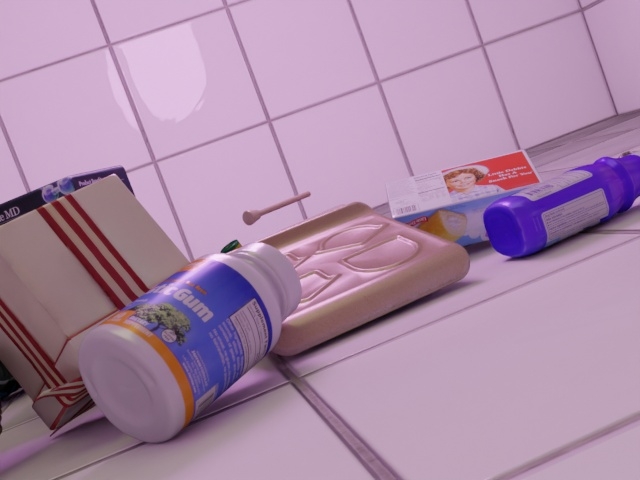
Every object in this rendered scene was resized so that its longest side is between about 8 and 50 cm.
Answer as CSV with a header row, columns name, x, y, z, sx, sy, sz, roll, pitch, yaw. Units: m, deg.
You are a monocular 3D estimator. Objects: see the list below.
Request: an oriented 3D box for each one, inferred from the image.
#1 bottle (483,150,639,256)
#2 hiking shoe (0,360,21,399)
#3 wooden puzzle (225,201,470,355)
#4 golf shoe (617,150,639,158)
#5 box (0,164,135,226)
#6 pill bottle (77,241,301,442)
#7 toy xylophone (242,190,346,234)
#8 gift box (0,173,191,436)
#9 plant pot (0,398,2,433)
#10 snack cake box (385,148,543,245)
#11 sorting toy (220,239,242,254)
name,x,y,z,sx,sy,sz,roll,pitch,yaw
bottle,0.391,-0.061,1.290,0.283,0.092,0.118,-22,5,-19
hiking shoe,-0.698,0.289,1.872,0.132,0.113,0.304,-42,-9,5
wooden puzzle,0.016,0.061,1.310,0.322,0.080,0.348,-23,24,-16
golf shoe,0.572,-0.131,1.540,0.086,0.069,0.176,-16,3,-25
box,-0.522,0.076,1.821,0.294,0.395,0.212,-19,4,20
pill bottle,-0.144,0.107,1.026,0.152,0.152,0.272,-17,15,41
toy xylophone,0.000,0.000,1.584,0.236,0.081,0.323,31,31,33
gift box,-0.336,0.110,1.181,0.276,0.258,0.255,-37,-9,-38
plant pot,-0.508,0.259,1.123,0.237,0.109,0.237,-38,12,10
snack cake box,0.256,-0.066,1.502,0.265,0.089,0.152,-13,26,7
sorting toy,-0.242,0.101,1.720,0.274,0.046,0.132,-42,17,-20
